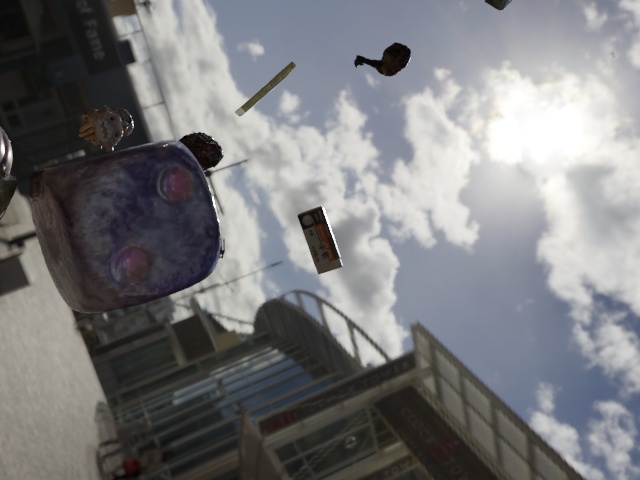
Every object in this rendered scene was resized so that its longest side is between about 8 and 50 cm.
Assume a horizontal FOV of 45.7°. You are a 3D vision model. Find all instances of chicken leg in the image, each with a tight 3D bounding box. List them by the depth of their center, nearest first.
[{"bbox_3d":[0.206,-0.577,2.448,0.253,0.051,0.106,0,-44,54],"label":"chicken leg"}]

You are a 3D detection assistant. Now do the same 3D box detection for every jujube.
[{"bbox_3d":[-0.281,-0.207,1.795,0.166,0.104,0.104,13,-55,51],"label":"jujube"}]

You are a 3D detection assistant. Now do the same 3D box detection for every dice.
[{"bbox_3d":[-0.361,-0.031,1.402,0.270,0.271,0.270,2,-72,56],"label":"dice"}]

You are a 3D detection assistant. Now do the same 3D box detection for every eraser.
[{"bbox_3d":[0.000,0.000,1.436,0.029,0.052,0.122,34,37,-81],"label":"eraser"}]

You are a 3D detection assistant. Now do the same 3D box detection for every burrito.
[{"bbox_3d":[-0.541,-0.055,1.221,0.058,0.063,0.229,-57,-159,23],"label":"burrito"}]

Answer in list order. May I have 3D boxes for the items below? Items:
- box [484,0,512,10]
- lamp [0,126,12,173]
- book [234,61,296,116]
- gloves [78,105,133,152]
[{"bbox_3d":[0.418,-0.561,1.427,0.045,0.270,0.210,36,-37,11],"label":"box"},{"bbox_3d":[-0.834,-0.180,1.655,0.303,0.303,0.256,107,-30,-65],"label":"lamp"},{"bbox_3d":[-0.088,-0.240,1.214,0.014,0.111,0.077,49,-8,-12],"label":"book"},{"bbox_3d":[-0.527,-0.287,1.892,0.110,0.094,0.144,63,30,-27],"label":"gloves"}]
